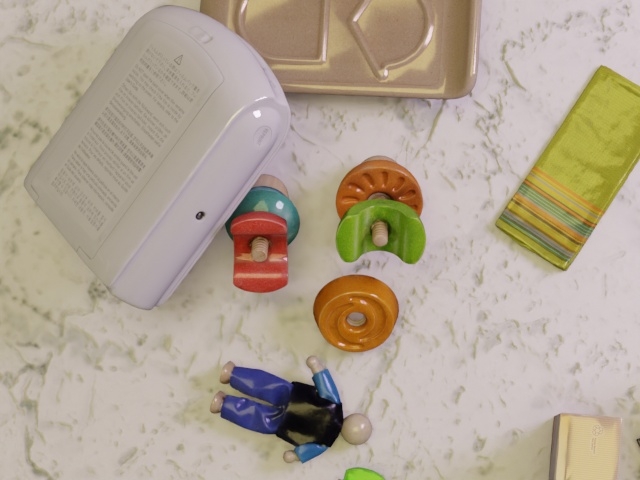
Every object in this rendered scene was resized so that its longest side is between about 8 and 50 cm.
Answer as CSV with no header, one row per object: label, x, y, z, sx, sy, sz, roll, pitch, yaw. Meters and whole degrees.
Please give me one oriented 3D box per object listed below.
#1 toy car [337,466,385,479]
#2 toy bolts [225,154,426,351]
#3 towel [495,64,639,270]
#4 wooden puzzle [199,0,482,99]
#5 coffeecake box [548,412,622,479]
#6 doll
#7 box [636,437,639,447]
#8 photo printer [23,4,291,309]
toy car,0.031,0.374,1.703,0.239,0.053,0.225,13,83,7
toy bolts,0.000,0.000,1.744,0.229,0.158,0.218,5,123,-3
towel,0.312,-0.087,1.751,0.102,0.021,0.237,33,87,9
wooden puzzle,0.028,-0.330,1.793,0.348,0.080,0.322,3,83,12
coffeecake box,0.287,0.264,1.622,0.068,0.185,0.142,4,83,7
doll,-0.029,0.196,1.738,0.189,0.046,0.129,18,86,9
box,0.415,0.242,1.695,0.083,0.018,0.067,-24,81,3
photo printer,-0.183,-0.110,1.701,0.307,0.107,0.256,-54,50,8
